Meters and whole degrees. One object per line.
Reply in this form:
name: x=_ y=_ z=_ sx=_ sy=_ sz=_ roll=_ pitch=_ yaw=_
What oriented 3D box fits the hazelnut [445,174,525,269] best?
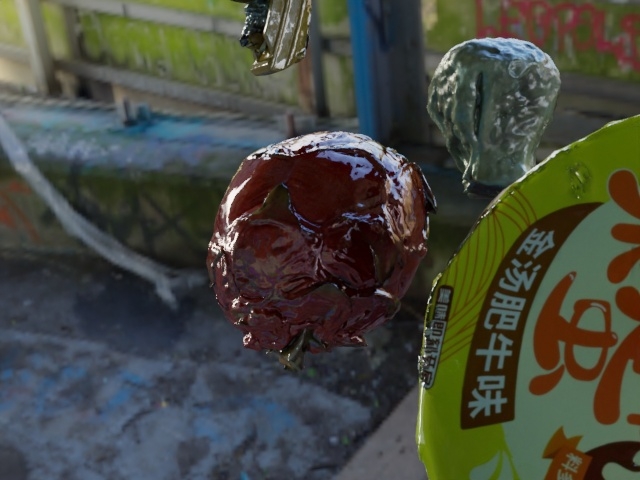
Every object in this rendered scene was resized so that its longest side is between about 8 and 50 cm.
hazelnut: x=0.319 y=0.089 z=1.308 sx=0.359 sy=0.409 sz=0.359 roll=10 pitch=38 yaw=-8

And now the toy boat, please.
toy boat: x=-0.068 y=-0.372 z=1.571 sx=0.115 sy=0.310 sz=0.089 roll=6 pitch=2 yaw=-25

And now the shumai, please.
shumai: x=0.302 y=-0.199 z=1.975 sx=0.225 sy=0.261 sz=0.222 roll=-16 pitch=52 yaw=1

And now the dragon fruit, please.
dragon fruit: x=0.000 y=0.000 z=1.547 sx=0.277 sy=0.277 sz=0.342 roll=11 pitch=66 yaw=26

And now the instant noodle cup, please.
instant noodle cup: x=0.231 y=0.101 z=0.665 sx=0.311 sy=0.221 sz=0.311 roll=-12 pitch=63 yaw=24
